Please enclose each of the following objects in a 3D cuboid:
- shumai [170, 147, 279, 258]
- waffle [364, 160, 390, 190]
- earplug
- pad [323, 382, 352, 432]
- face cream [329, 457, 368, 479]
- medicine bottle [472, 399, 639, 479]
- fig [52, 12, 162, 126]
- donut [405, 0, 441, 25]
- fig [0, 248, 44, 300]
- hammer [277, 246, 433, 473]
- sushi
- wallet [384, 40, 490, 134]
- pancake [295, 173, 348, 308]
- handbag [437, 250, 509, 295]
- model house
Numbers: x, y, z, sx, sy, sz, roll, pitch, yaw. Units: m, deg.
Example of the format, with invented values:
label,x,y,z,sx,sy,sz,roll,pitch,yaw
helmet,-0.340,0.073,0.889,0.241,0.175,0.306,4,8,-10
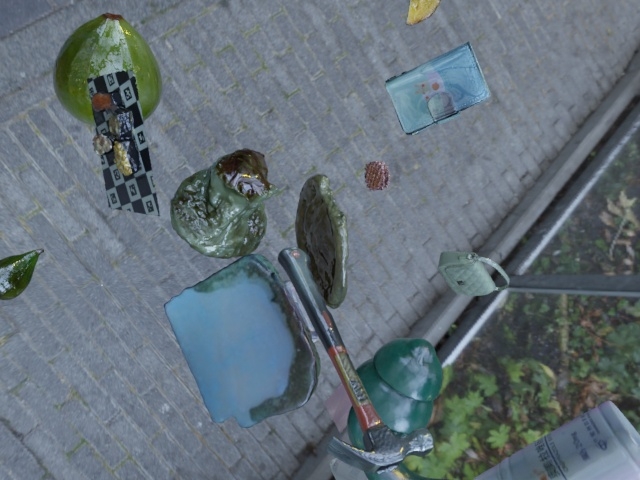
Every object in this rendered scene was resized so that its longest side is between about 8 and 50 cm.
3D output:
label,x,y,z,sx,sy,sz,roll,pitch,yaw
shumai,-0.288,-0.146,1.821,0.324,0.323,0.397,54,35,11
waffle,0.141,-0.160,1.337,0.029,0.083,0.075,-15,94,-33
earplug,0.155,0.320,0.986,0.163,0.257,0.281,7,111,-39
pad,0.072,0.481,1.574,0.113,0.006,0.188,-41,135,-21
face cream,0.116,0.654,1.475,0.101,0.345,0.102,4,76,-16
medicine bottle,0.376,0.373,0.819,0.254,0.152,0.152,-38,102,17
fig,-0.590,-0.478,1.516,0.315,0.316,0.317,2,85,-22
donut,0.150,-0.370,0.810,0.067,0.038,0.083,-20,92,15
fig,-0.857,0.083,1.517,0.117,0.117,0.178,42,69,-14
hammer,0.018,0.126,0.628,0.111,0.033,0.288,-9,55,-27
sushi,-0.410,-0.187,1.064,0.043,0.192,0.280,-21,112,-48
wallet,0.321,-0.412,1.485,0.250,0.075,0.176,-22,92,17
pancake,-0.001,0.000,0.930,0.042,0.222,0.236,-6,67,-20
handbag,0.558,0.124,1.943,0.256,0.219,0.079,45,54,-44
model house,-0.132,0.244,1.350,0.297,0.339,0.360,-31,78,10
